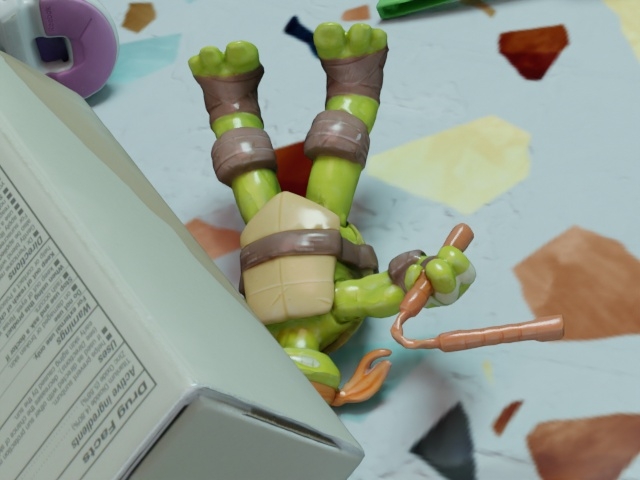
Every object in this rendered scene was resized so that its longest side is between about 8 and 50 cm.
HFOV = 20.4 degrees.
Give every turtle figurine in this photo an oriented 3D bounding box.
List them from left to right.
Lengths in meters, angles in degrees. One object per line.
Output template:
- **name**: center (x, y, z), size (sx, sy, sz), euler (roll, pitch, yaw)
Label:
- **turtle figurine**: center (0.000, 0.000, 0.913), size (0.270, 0.087, 0.217), euler (-13, 65, 27)

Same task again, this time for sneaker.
- **sneaker**: center (-0.245, -0.126, 1.120), size (0.236, 0.095, 0.104), euler (-10, 38, -1)

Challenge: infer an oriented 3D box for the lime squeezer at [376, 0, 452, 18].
- **lime squeezer**: center (0.189, -0.153, 1.043), size (0.310, 0.059, 0.110), euler (17, 53, 28)

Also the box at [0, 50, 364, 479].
- **box**: center (-0.132, 0.041, 0.850), size (0.148, 0.121, 0.311), euler (-50, 49, 12)
